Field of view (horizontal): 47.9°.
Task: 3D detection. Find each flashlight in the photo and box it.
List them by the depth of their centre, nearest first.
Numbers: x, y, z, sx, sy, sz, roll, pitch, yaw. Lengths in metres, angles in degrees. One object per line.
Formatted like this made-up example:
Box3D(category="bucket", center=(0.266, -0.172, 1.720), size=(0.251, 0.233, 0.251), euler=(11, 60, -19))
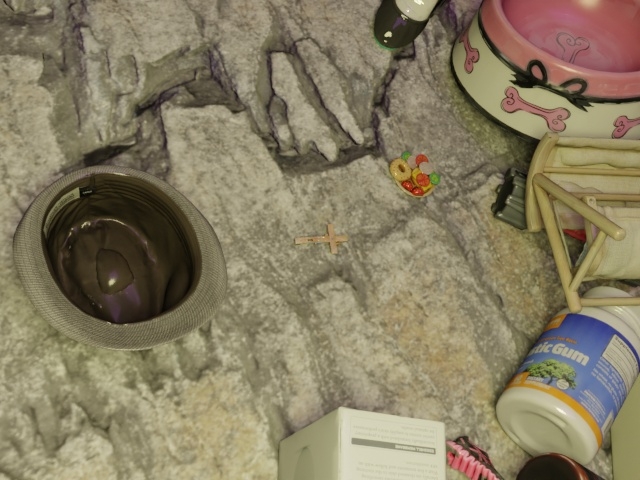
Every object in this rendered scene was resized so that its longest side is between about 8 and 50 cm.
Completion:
Box3D(category="flashlight", center=(0.448, -0.015, 1.259), size=(0.304, 0.103, 0.103), euler=(22, 29, -8))

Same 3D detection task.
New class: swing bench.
Box3D(category="swing bench", center=(0.479, -0.033, 1.123), size=(0.253, 0.165, 0.255), euler=(1, 42, -13))

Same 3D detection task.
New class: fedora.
Box3D(category="fedora", center=(-0.256, 0.039, 0.919), size=(0.243, 0.124, 0.275), euler=(-26, 70, -32))

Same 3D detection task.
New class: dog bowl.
Box3D(category="dog bowl", center=(0.455, -0.352, 1.318), size=(0.407, 0.150, 0.408), euler=(5, 52, -6))

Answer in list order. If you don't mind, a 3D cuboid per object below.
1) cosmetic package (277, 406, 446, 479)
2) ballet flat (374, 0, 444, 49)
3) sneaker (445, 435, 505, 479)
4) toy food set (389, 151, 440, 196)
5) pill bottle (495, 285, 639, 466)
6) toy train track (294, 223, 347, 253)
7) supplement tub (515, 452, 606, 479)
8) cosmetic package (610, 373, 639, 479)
Box3D(category="cosmetic package", center=(0.040, 0.336, 0.842), size=(0.138, 0.224, 0.225), euler=(13, 62, -16))
Box3D(category="ballet flat", center=(0.193, -0.471, 1.365), size=(0.095, 0.096, 0.280), euler=(39, 58, -2))
Box3D(category="sneaker", center=(0.229, 0.319, 1.018), size=(0.057, 0.047, 0.119), euler=(-13, 41, -42))
Box3D(category="toy food set", center=(0.161, -0.113, 1.225), size=(0.082, 0.020, 0.083), euler=(-33, 81, -31))
Box3D(category="pill bottle", center=(0.395, 0.195, 1.099), size=(0.152, 0.152, 0.272), euler=(44, 57, 2))
Box3D(category="toy train track", center=(0.000, 0.000, 1.111), size=(0.083, 0.014, 0.048), euler=(-3, 74, -17))
Box3D(category="supplement tub", center=(0.359, 0.370, 1.000), size=(0.198, 0.106, 0.106), euler=(34, 53, -37))
Box3D(category="cosmetic package", center=(0.547, 0.349, 1.113), size=(0.160, 0.113, 0.310), euler=(16, 60, -15))
